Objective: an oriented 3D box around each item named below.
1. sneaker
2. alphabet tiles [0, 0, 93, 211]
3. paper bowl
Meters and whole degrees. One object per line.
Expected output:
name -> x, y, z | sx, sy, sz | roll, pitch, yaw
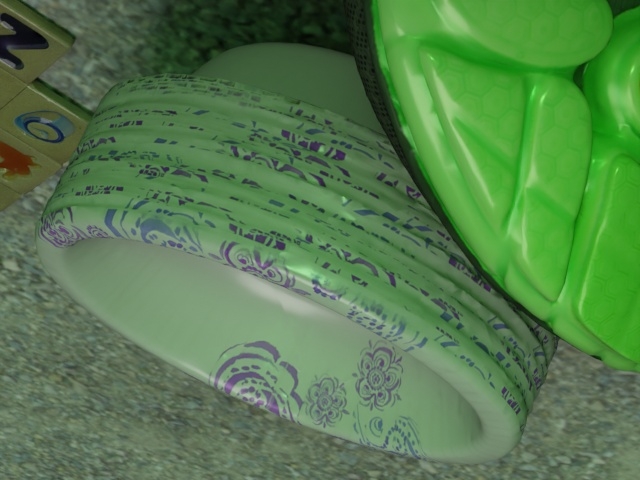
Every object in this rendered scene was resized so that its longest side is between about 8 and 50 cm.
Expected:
sneaker -> 0.123, -0.042, 0.756 | 0.202, 0.185, 0.483 | 23, 176, 33
alphabet tiles -> -0.306, -0.103, 1.123 | 0.285, 0.011, 0.342 | 32, 145, -23
paper bowl -> 0.000, 0.000, 0.971 | 0.284, 0.148, 0.284 | 21, 160, 8
